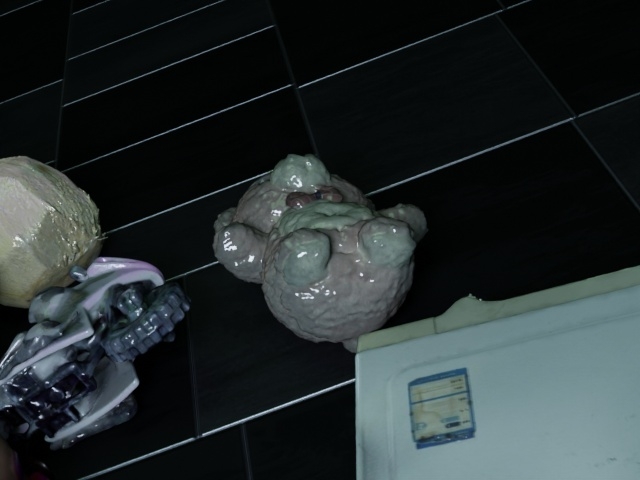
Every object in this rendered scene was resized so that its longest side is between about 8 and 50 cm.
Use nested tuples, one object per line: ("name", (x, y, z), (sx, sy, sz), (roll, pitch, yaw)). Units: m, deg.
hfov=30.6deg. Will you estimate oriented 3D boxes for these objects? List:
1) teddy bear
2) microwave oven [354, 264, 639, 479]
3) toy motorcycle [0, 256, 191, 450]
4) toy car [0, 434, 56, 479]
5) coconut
("teddy bear", (0.000, 0.001, 1.246), (0.235, 0.151, 0.267), (-6, 32, -13))
("microwave oven", (0.220, 0.179, 0.785), (0.354, 0.219, 0.286), (-15, 34, 11))
("toy motorcycle", (-0.275, 0.126, 1.249), (0.327, 0.143, 0.188), (-34, 24, 10))
("toy car", (-0.401, 0.254, 1.026), (0.340, 0.240, 0.271), (-10, 36, 24))
("coconut", (-0.385, -0.016, 1.477), (0.194, 0.194, 0.194), (-16, 33, 10))
